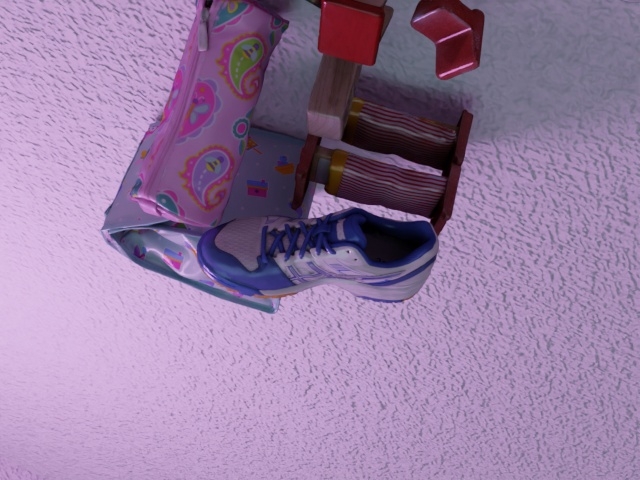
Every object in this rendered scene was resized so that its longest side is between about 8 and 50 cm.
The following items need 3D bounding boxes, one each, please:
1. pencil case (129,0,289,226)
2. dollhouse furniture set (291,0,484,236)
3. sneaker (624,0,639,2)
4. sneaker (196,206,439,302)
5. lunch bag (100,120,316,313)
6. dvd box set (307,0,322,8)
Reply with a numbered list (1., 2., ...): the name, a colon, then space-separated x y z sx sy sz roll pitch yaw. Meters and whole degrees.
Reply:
1. pencil case: -0.135 -0.159 1.185 0.124 0.284 0.124 19 -176 -1
2. dollhouse furniture set: 0.082 -0.146 1.147 0.201 0.152 0.374 14 160 3
3. sneaker: 0.299 -0.303 1.019 0.152 0.054 0.061 34 137 -23
4. sneaker: 0.000 0.000 1.211 0.296 0.112 0.131 2 151 -13
5. lunch bag: -0.149 -0.052 1.370 0.262 0.223 0.160 18 142 -4
6. dvd box set: 0.000 -0.428 0.955 0.307 0.062 0.420 27 143 -16
